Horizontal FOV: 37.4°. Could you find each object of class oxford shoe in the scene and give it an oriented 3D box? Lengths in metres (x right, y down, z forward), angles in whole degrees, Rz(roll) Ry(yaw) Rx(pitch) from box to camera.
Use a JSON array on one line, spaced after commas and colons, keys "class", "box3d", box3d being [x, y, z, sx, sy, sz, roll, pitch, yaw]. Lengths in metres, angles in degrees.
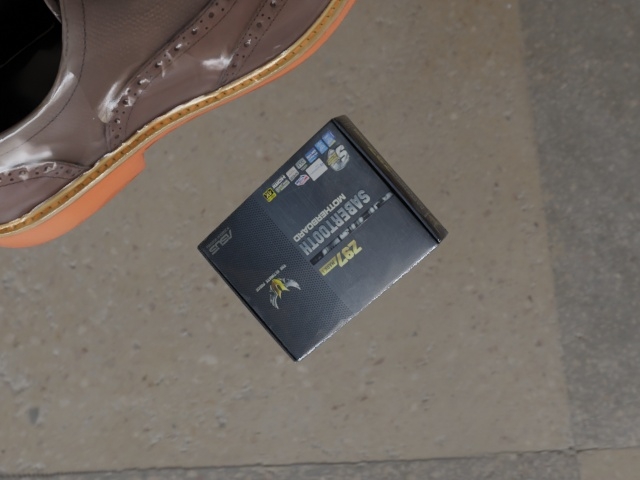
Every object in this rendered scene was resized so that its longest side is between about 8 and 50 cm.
[{"class": "oxford shoe", "box3d": [-0.065, -0.102, 0.376, 0.271, 0.098, 0.097, -45, 73, 2]}]

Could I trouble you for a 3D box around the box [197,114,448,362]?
[{"class": "box", "box3d": [0.000, 0.000, 1.081, 0.183, 0.233, 0.059, 50, 21, 1]}]
